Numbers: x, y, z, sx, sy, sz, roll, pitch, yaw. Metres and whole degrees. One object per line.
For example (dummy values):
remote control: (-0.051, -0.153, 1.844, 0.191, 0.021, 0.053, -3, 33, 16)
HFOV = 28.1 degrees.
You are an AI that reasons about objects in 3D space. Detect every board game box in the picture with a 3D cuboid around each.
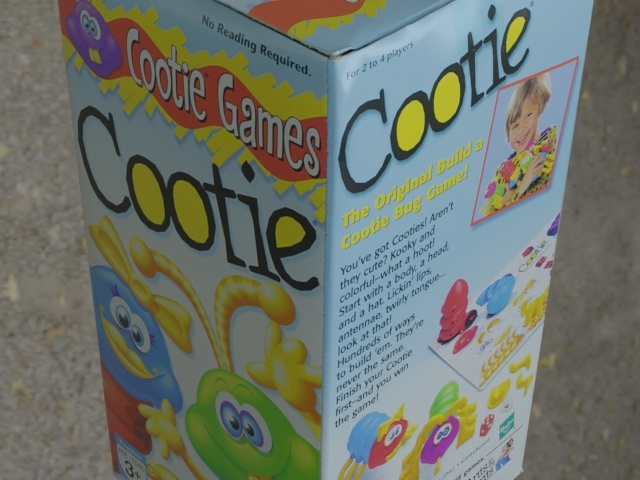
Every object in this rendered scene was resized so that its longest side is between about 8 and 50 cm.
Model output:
board game box: (0.000, 0.000, 0.524, 0.144, 0.142, 0.275, -31, 137, -36)
